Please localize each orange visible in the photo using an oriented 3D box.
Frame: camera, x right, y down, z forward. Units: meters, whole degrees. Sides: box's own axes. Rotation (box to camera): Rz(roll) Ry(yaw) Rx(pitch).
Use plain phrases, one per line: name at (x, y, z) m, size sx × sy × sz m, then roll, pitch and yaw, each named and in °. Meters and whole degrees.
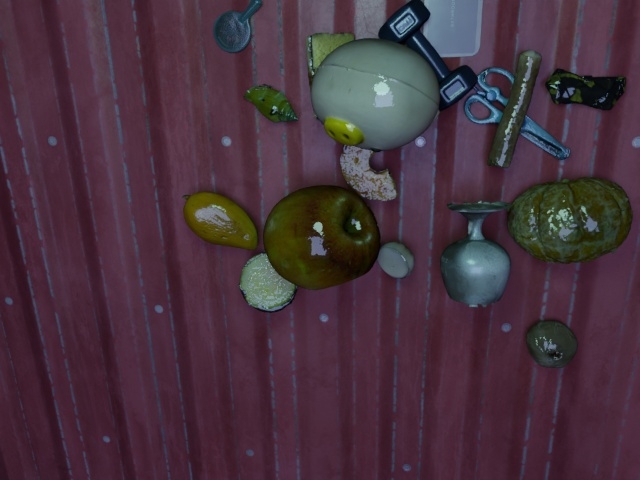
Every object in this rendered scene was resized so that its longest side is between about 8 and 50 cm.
orange at (0.793, -0.051, 1.634) m, size 0.369 × 0.210 × 0.270 m, roll -7°, pitch 105°, yaw 9°

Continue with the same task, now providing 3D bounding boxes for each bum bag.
bum bag at (0.795, -0.455, 1.570) m, size 0.233 × 0.060 × 0.106 m, roll 7°, pitch 101°, yaw 4°

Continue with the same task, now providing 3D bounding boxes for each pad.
pad at (0.402, -0.696, 1.583) m, size 0.176 × 0.002 × 0.266 m, roll 1°, pitch 109°, yaw 9°

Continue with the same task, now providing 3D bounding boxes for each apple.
apple at (0.000, 0.000, 1.739) m, size 0.384 × 0.374 × 0.374 m, roll 20°, pitch 117°, yaw -41°

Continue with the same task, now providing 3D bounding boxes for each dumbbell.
dumbbell at (0.324, -0.553, 1.567) m, size 0.325 × 0.160 × 0.144 m, roll 49°, pitch 140°, yaw -9°

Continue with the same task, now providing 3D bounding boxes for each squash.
squash at (-0.184, 0.152, 1.928) m, size 0.220 × 0.133 × 0.220 m, roll 0°, pitch 93°, yaw 4°

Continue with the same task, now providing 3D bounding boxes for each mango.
mango at (-0.358, -0.066, 1.860) m, size 0.317 × 0.119 × 0.176 m, roll 29°, pitch 103°, yaw -7°

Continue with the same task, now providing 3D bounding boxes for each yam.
yam at (0.589, -0.393, 1.582) m, size 0.081 × 0.081 × 0.356 m, roll 12°, pitch 109°, yaw 5°

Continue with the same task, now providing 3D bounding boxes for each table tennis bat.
table tennis bat at (-0.261, -0.699, 1.677) m, size 0.124 × 0.033 × 0.201 m, roll 45°, pitch 114°, yaw -9°

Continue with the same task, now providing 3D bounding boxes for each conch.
conch at (-0.155, -0.448, 1.726) m, size 0.201 × 0.079 × 0.095 m, roll 42°, pitch 91°, yaw 3°

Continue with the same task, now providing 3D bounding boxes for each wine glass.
wine glass at (0.508, 0.039, 1.697) m, size 0.238 × 0.238 × 0.322 m, roll -2°, pitch 104°, yaw 10°

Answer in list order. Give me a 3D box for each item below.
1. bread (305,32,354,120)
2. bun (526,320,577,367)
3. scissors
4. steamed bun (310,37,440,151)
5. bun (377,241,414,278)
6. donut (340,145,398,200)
bread at (0.016, -0.517, 1.658) m, size 0.142 × 0.178 × 0.265 m, roll 8°, pitch 110°, yaw 40°
bun at (0.809, 0.371, 1.819) m, size 0.173 × 0.113 × 0.166 m, roll 13°, pitch 110°, yaw 2°
scissors at (0.626, -0.382, 1.638) m, size 0.393 × 0.032 × 0.180 m, roll 36°, pitch 110°, yaw -3°
steamed bun at (0.154, -0.413, 1.490) m, size 0.374 × 0.334 × 0.333 m, roll 27°, pitch 115°, yaw 37°
bun at (0.272, 0.058, 1.817) m, size 0.138 × 0.094 × 0.138 m, roll 26°, pitch 138°, yaw 27°
donut at (0.146, -0.247, 1.725) m, size 0.152 × 0.101 × 0.258 m, roll -19°, pitch 105°, yaw 15°
